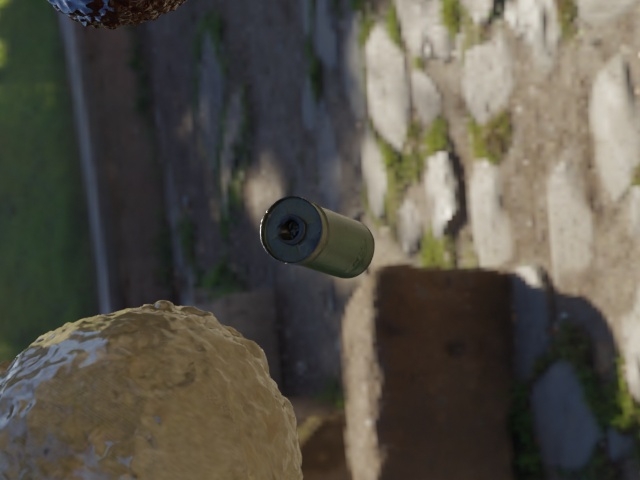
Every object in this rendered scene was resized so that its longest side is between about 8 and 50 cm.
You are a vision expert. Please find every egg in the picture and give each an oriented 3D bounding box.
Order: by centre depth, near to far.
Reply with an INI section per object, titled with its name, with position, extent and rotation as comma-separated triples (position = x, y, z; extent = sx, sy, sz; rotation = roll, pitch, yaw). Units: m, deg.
[egg]
position = -0.147, 0.192, 1.068
extent = 0.310, 0.279, 0.279
rotation = -59, -2, -27

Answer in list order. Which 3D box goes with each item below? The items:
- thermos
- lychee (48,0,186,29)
[thermos]
position = 0.003, 0.003, 1.606
extent = 0.188, 0.083, 0.073
rotation = 20, -119, -63
[lychee]
position = -0.212, -0.358, 1.560
extent = 0.260, 0.261, 0.260
rotation = 176, 90, -75
